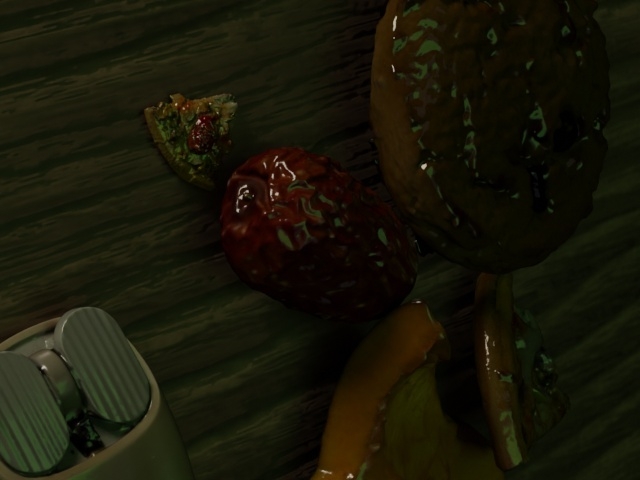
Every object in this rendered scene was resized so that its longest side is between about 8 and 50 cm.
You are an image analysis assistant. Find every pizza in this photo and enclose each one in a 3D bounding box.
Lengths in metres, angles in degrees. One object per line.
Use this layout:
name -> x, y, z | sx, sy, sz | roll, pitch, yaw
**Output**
pizza -> -0.088, -0.085, 1.168 | 0.078, 0.025, 0.083 | -49, 118, -17
pizza -> 0.178, 0.129, 1.328 | 0.176, 0.036, 0.184 | 46, 38, -41

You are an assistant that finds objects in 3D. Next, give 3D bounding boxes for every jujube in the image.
jujube -> 0.000, 0.000, 1.191 | 0.176, 0.109, 0.112 | 31, 101, -43

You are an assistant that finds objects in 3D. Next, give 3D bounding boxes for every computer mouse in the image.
computer mouse -> -0.164, 0.168, 1.110 | 0.145, 0.082, 0.236 | -27, 110, -29

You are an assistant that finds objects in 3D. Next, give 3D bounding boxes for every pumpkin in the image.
pumpkin -> 0.063, 0.221, 1.257 | 0.258, 0.095, 0.290 | 38, 74, -43

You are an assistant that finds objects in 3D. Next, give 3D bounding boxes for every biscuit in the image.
biscuit -> 0.149, -0.118, 1.272 | 0.296, 0.075, 0.296 | 0, 90, -45
